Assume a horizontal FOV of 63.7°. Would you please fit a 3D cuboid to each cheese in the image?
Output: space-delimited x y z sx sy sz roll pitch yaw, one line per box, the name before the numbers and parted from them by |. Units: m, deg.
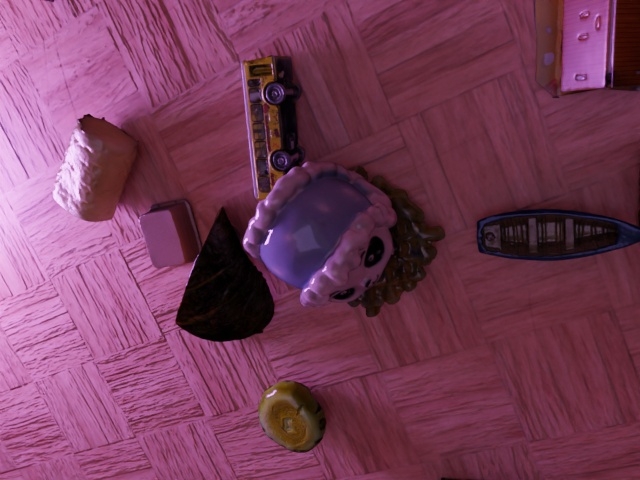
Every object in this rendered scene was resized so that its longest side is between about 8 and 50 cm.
cheese | -0.412 -0.128 0.938 0.123 0.094 0.167 32 112 3

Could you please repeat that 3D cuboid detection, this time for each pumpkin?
pumpkin | -0.154 0.103 0.896 0.163 0.111 0.278 23 124 -5

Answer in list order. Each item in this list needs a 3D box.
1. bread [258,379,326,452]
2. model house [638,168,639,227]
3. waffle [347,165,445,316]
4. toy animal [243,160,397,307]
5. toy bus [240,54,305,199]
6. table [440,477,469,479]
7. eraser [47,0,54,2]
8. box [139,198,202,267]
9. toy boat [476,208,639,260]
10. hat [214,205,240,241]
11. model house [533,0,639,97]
bread | -0.052 0.332 0.982 0.139 0.071 0.130 35 109 6
model house | 0.508 0.002 0.630 0.268 0.239 0.173 37 117 5
waffle | 0.080 0.014 0.858 0.204 0.054 0.223 40 112 2
toy animal | 0.000 0.000 0.774 0.204 0.156 0.208 42 111 13
toy bus | -0.072 -0.180 0.836 0.074 0.081 0.226 3 110 21
table | 0.311 0.541 0.886 0.193 0.169 0.172 -7 104 17
eraser | -0.603 -0.547 0.880 0.343 0.078 0.144 29 112 5
box | -0.277 -0.008 0.952 0.089 0.062 0.122 -9 104 18
toy boat | 0.352 -0.011 0.765 0.228 0.046 0.080 -3 103 22
hat | -0.165 -0.018 0.929 0.042 0.058 0.087 2 84 -26
model house | 0.379 -0.290 0.637 0.207 0.136 0.219 1 106 18
